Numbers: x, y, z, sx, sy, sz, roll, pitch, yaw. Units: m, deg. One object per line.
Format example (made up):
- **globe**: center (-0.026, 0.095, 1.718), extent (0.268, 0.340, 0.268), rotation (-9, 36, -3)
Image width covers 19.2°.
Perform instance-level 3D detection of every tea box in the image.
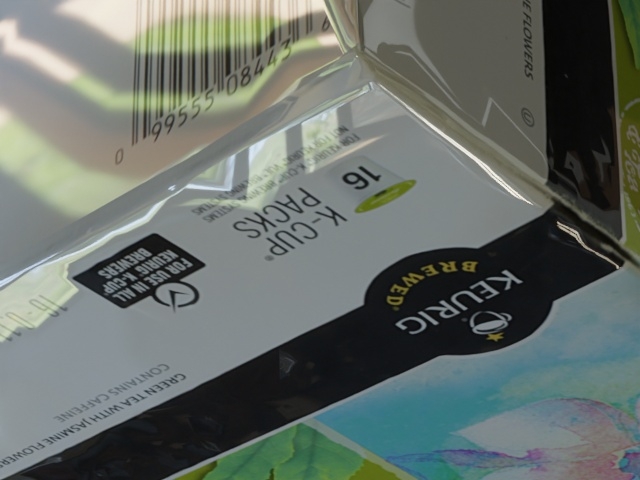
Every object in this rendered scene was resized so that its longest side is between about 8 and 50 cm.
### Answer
- **tea box**: center (0.000, 0.000, 0.698), extent (0.329, 0.323, 0.220), rotation (-27, 46, 35)
